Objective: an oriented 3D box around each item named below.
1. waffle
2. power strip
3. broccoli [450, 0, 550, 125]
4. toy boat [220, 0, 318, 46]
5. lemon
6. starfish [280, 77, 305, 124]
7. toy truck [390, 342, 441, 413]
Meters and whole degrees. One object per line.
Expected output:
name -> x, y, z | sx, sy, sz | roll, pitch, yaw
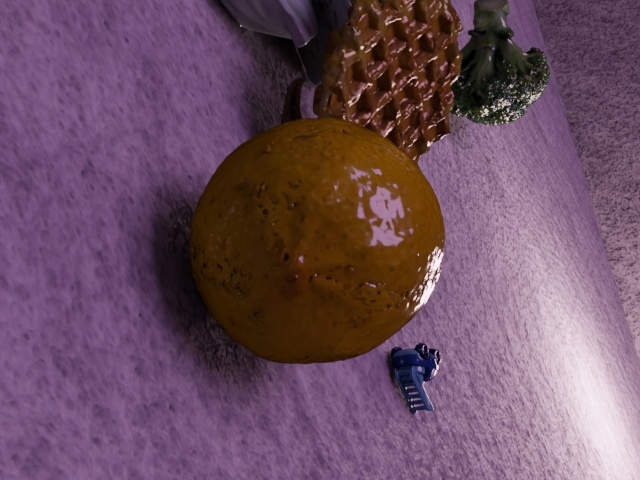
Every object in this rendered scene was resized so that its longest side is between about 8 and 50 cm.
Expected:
waffle -> 0.091, -0.195, 1.518 | 0.302, 0.068, 0.325 | 6, 103, -56
power strip -> 0.026, -0.387, 1.653 | 0.261, 0.141, 0.229 | 70, -20, 8
broccoli -> 0.367, -0.370, 2.386 | 0.270, 0.270, 0.270 | -67, 155, -61
toy boat -> -0.103, -0.390, 1.538 | 0.290, 0.100, 0.199 | 59, 23, -16
lemon -> 0.000, 0.000, 1.176 | 0.258, 0.258, 0.310 | 66, 25, 0
starfish -> -0.025, -0.112, 1.507 | 0.238, 0.057, 0.213 | -15, 88, -61
toy truck -> 0.132, 0.192, 1.571 | 0.073, 0.056, 0.090 | 26, 58, -52
